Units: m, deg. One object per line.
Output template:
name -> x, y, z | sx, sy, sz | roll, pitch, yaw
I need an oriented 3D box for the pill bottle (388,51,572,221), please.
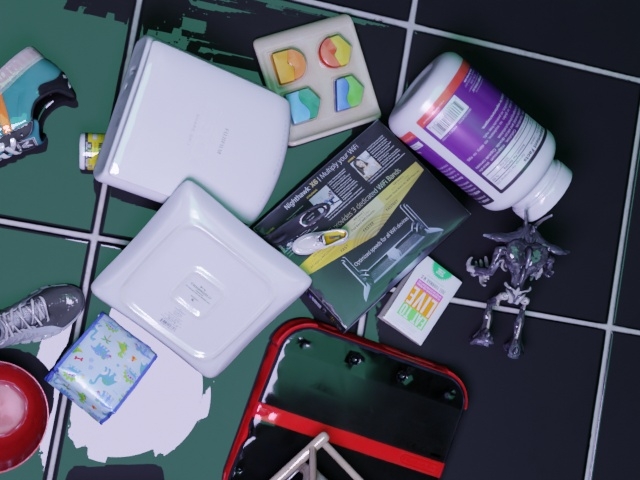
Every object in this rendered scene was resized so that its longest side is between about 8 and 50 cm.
pill bottle -> 0.294, -0.180, 1.611 | 0.323, 0.181, 0.181 | 38, 81, -9

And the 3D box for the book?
book -> 0.187, 0.110, 1.658 | 0.096, 0.035, 0.144 | 36, 80, -13

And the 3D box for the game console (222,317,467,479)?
game console -> 0.054, 0.349, 1.615 | 0.387, 0.060, 0.341 | 20, 90, -10

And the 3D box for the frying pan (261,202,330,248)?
frying pan -> -0.146, 0.012, 1.520 | 0.197, 0.053, 0.326 | 34, 108, -2

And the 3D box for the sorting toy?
sorting toy -> -0.003, -0.296, 1.623 | 0.193, 0.038, 0.208 | -19, 92, -12

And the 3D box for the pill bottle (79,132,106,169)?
pill bottle -> -0.355, -0.152, 1.529 | 0.117, 0.065, 0.065 | 0, 88, -14

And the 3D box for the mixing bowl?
mixing bowl -> -0.538, 0.283, 1.460 | 0.182, 0.098, 0.181 | 0, 88, -13

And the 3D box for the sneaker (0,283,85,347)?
sneaker -> -0.498, 0.139, 1.456 | 0.229, 0.132, 0.086 | -24, 93, -12

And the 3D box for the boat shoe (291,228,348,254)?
boat shoe -> 0.000, 0.000, 1.516 | 0.100, 0.035, 0.035 | -11, 79, -5

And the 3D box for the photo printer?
photo printer -> -0.200, -0.172, 1.509 | 0.308, 0.107, 0.255 | 21, 85, -30

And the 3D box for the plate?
plate -> -0.204, 0.082, 1.490 | 0.277, 0.045, 0.278 | 40, 110, -16

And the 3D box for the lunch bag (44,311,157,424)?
lunch bag -> -0.367, 0.212, 1.504 | 0.129, 0.096, 0.151 | 41, 52, -8

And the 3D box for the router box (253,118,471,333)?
router box -> 0.072, -0.026, 1.585 | 0.309, 0.081, 0.243 | -41, 84, -10

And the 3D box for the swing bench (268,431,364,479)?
swing bench -> -0.013, 0.513, 1.508 | 0.255, 0.165, 0.253 | -36, 108, 14

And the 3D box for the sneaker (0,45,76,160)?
sneaker -> -0.534, -0.178, 1.470 | 0.121, 0.108, 0.302 | 40, 79, -4

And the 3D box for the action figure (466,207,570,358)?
action figure -> 0.352, 0.069, 1.641 | 0.164, 0.141, 0.275 | 12, 102, -9
